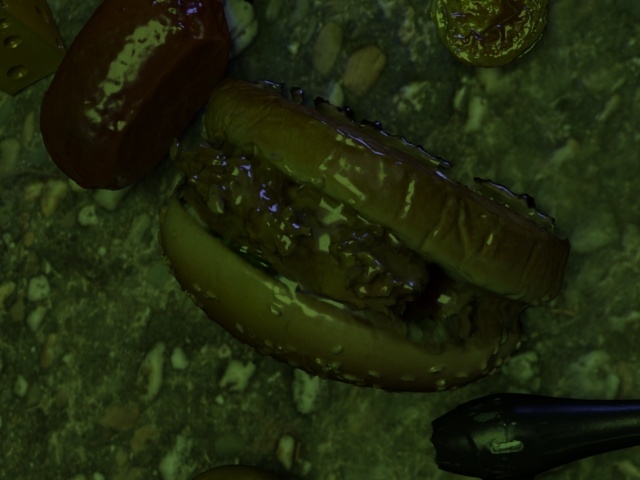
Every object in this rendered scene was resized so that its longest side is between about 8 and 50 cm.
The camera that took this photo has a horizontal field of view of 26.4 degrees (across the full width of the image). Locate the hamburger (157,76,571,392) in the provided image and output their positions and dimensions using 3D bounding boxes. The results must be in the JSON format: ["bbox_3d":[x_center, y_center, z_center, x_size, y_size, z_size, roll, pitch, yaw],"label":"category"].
[{"bbox_3d":[0.000,0.000,1.396,0.445,0.287,0.268,29,98,20],"label":"hamburger"}]

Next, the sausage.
[{"bbox_3d":[-0.212,-0.181,1.539,0.141,0.153,0.268,40,100,29],"label":"sausage"}]

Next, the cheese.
[{"bbox_3d":[-0.388,-0.254,1.591,0.093,0.171,0.126,-26,80,15],"label":"cheese"}]

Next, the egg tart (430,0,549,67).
[{"bbox_3d":[0.185,-0.248,1.465,0.130,0.052,0.130,-1,88,20],"label":"egg tart"}]

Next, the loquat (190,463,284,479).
[{"bbox_3d":[-0.080,0.325,1.475,0.204,0.149,0.172,-21,79,2],"label":"loquat"}]

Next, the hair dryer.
[{"bbox_3d":[0.244,0.288,1.423,0.235,0.091,0.272,-7,97,8],"label":"hair dryer"}]
